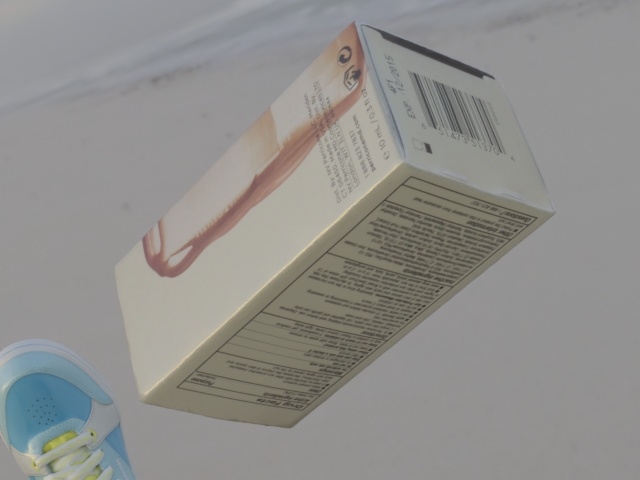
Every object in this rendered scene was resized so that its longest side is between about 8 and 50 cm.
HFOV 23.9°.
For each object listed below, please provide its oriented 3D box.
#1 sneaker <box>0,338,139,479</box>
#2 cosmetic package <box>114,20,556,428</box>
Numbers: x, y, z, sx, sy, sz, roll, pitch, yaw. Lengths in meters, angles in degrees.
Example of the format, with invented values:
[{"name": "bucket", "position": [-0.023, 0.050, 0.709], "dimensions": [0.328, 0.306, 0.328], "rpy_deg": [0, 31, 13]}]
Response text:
[{"name": "sneaker", "position": [-0.226, 0.259, 1.519], "dimensions": [0.127, 0.319, 0.208], "rpy_deg": [-28, 30, -7]}, {"name": "cosmetic package", "position": [0.000, 0.000, 1.072], "dimensions": [0.153, 0.129, 0.296], "rpy_deg": [16, -45, -40]}]
